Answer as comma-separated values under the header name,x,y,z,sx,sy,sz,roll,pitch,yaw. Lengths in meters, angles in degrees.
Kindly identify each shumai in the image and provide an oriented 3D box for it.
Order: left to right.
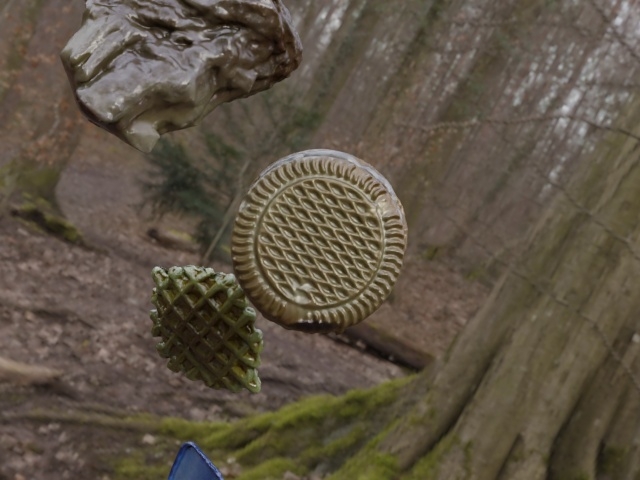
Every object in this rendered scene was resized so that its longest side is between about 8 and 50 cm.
name,x,y,z,sx,sy,sz,roll,pitch,yaw
shumai,-0.207,-0.254,1.205,0.346,0.283,0.217,30,-7,-12

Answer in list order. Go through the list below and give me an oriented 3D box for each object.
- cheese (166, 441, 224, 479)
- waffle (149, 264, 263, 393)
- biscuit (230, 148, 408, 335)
name,x,y,z,sx,sy,sz,roll,pitch,yaw
cheese,-0.163,0.332,0.894,0.074,0.286,0.189,20,5,-38
waffle,-0.182,0.139,1.503,0.214,0.208,0.054,6,23,29
biscuit,0.000,0.000,1.294,0.259,0.259,0.079,31,-8,-7
